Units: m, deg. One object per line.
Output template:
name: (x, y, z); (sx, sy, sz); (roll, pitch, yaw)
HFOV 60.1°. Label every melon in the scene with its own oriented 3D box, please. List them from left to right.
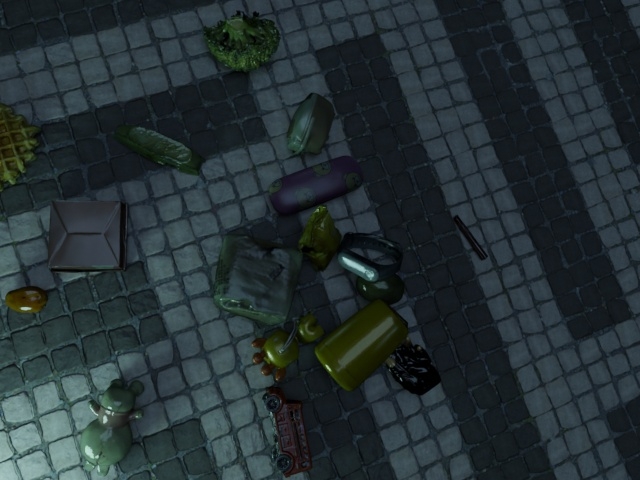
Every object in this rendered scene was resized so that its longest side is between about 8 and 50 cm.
melon: (0.194, 0.146, 1.752); (0.167, 0.114, 0.114); (11, 79, -6)

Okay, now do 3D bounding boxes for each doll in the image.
doll: (-0.592, 0.522, 1.551); (0.154, 0.113, 0.275); (20, 77, -9)
doll: (-0.100, 0.316, 1.660); (0.221, 0.135, 0.143); (-33, 90, -25)

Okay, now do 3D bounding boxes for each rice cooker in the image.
rice cooker: (-0.032, -0.370, 1.782); (0.127, 0.145, 0.206); (16, 81, -17)

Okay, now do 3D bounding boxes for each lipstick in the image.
lipstick: (0.507, -0.011, 1.877); (0.027, 0.027, 0.176); (-34, 87, -13)

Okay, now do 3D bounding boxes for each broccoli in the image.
broccoli: (-0.257, -0.647, 1.774); (0.226, 0.176, 0.198); (33, 72, -18)

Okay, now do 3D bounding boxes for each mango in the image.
mango: (-0.847, 0.168, 1.592); (0.114, 0.060, 0.080); (7, 95, -11)

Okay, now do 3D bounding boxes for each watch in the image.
watch: (0.153, 0.043, 1.736); (0.206, 0.068, 0.193); (25, 35, 21)

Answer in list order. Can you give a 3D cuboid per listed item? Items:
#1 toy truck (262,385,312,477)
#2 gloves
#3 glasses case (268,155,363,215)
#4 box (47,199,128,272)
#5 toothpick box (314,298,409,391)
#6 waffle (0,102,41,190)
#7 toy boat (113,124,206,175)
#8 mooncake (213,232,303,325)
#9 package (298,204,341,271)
toy truck: (-0.099, 0.554, 1.636); (0.114, 0.107, 0.253); (-9, 84, -12)
gloves: (0.271, 0.379, 1.729); (0.164, 0.124, 0.203); (-15, 55, -40)
glasses case: (-0.013, -0.178, 1.786); (0.316, 0.076, 0.123); (-21, 84, -13)
box: (-0.687, -0.012, 1.636); (0.215, 0.086, 0.215); (1, 81, -9)
toothpick box: (0.132, 0.303, 1.662); (0.271, 0.175, 0.175); (-42, 90, -3)
waffle: (-0.978, -0.284, 1.647); (0.250, 0.056, 0.261); (24, 76, -5)
toy boat: (-0.506, -0.291, 1.730); (0.293, 0.055, 0.093); (23, 75, -6)
mooncake: (-0.195, 0.117, 1.676); (0.250, 0.136, 0.254); (15, 72, -9)
package: (0.000, 0.000, 1.700); (0.090, 0.226, 0.168); (18, 73, 24)
